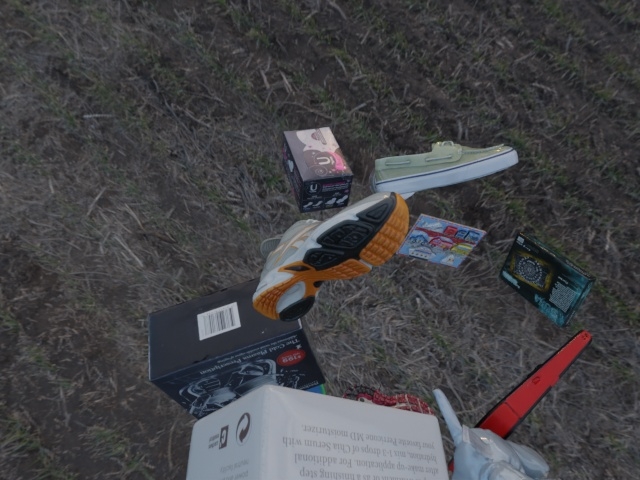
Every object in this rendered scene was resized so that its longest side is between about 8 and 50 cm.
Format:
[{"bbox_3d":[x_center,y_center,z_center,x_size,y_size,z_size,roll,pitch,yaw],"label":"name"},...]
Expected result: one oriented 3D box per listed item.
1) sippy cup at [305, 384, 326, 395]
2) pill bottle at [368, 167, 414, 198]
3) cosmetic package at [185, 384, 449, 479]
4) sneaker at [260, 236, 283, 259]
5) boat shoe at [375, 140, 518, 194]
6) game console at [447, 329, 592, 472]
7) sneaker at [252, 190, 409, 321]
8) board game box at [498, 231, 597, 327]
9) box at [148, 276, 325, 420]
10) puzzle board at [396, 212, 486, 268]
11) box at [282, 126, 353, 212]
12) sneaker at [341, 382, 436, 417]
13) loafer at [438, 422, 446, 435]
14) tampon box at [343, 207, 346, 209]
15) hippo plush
[{"bbox_3d":[-0.132,0.508,1.353,0.224,0.306,0.239,-27,72,22],"label":"sippy cup"},{"bbox_3d":[0.284,-0.232,1.680,0.162,0.283,0.161,0,97,-2],"label":"pill bottle"},{"bbox_3d":[0.004,0.375,0.340,0.230,0.161,0.452,23,47,-29],"label":"cosmetic package"},{"bbox_3d":[-0.068,0.031,1.214,0.222,0.118,0.083,9,96,-19],"label":"sneaker"},{"bbox_3d":[0.262,-0.166,0.936,0.303,0.109,0.093,-12,97,16],"label":"boat shoe"},{"bbox_3d":[0.453,0.395,1.014,0.342,0.386,0.060,-33,56,-24],"label":"game console"},{"bbox_3d":[0.000,0.000,0.589,0.263,0.099,0.120,-36,38,29],"label":"sneaker"},{"bbox_3d":[0.476,0.080,0.929,0.026,0.126,0.186,-4,33,-25],"label":"board game box"},{"bbox_3d":[-0.192,0.274,1.073,0.344,0.312,0.178,-19,50,-2],"label":"box"},{"bbox_3d":[0.212,0.005,0.762,0.128,0.096,0.011,14,39,-14],"label":"puzzle board"},{"bbox_3d":[-0.014,-0.229,1.367,0.164,0.142,0.247,-10,52,-14],"label":"box"},{"bbox_3d":[0.196,0.500,1.237,0.300,0.111,0.120,21,39,-2],"label":"sneaker"},{"bbox_3d":[0.354,0.636,1.458,0.148,0.050,0.056,20,49,-14],"label":"loafer"},{"bbox_3d":[0.169,-0.065,1.794,0.121,0.161,0.101,11,85,28],"label":"tampon box"},{"bbox_3d":[0.273,0.462,0.718,0.294,0.234,0.236,34,97,-15],"label":"hippo plush"}]
